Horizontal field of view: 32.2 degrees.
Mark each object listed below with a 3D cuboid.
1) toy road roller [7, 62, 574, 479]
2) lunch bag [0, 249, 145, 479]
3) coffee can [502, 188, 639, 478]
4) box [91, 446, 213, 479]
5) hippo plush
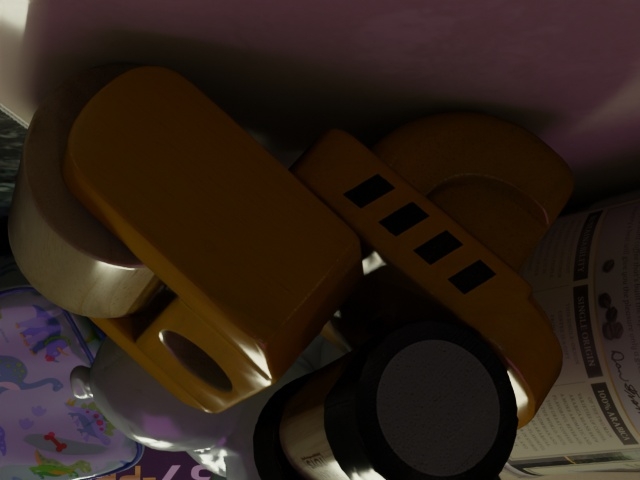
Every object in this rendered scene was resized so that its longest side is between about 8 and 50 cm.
[{"bbox_3d":[0.000,0.000,0.673,0.329,0.240,0.202,40,155,-4],"label":"toy road roller"},{"bbox_3d":[-0.249,0.113,0.952,0.176,0.090,0.219,-16,122,11],"label":"lunch bag"},{"bbox_3d":[0.250,0.058,0.778,0.275,0.201,0.201,-15,158,41],"label":"coffee can"},{"bbox_3d":[-0.239,0.199,1.123,0.395,0.097,0.318,2,124,-9],"label":"box"},{"bbox_3d":[-0.088,0.142,0.906,0.236,0.294,0.234,34,137,-18],"label":"hippo plush"}]
